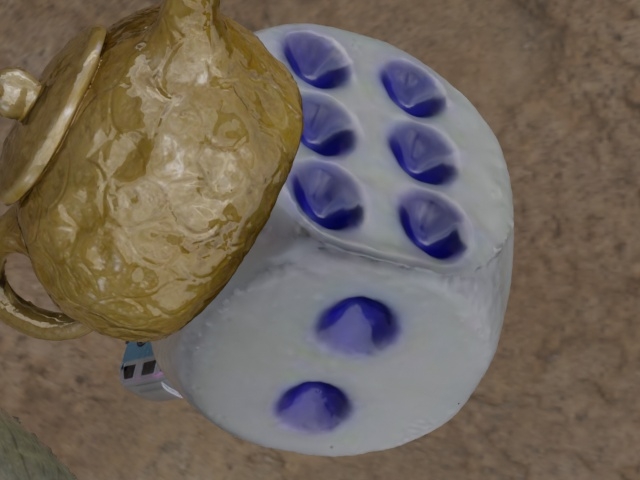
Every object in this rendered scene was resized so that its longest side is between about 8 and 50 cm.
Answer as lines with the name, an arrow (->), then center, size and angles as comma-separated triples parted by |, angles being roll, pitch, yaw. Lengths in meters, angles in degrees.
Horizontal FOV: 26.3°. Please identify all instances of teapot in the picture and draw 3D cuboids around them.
teapot -> -0.129, -0.047, 0.826 | 0.167, 0.311, 0.203 | 29, 39, -19

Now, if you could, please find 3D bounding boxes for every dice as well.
dice -> 0.000, 0.000, 1.109 | 0.243, 0.251, 0.259 | 11, 46, -14

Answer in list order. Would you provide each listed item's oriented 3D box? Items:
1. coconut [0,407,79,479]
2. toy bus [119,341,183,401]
coconut -> -0.269, 0.258, 0.744 | 0.404, 0.404, 0.404 | 0, 90, -22
toy bus -> -0.165, 0.135, 1.474 | 0.060, 0.123, 0.075 | 33, 60, -31
